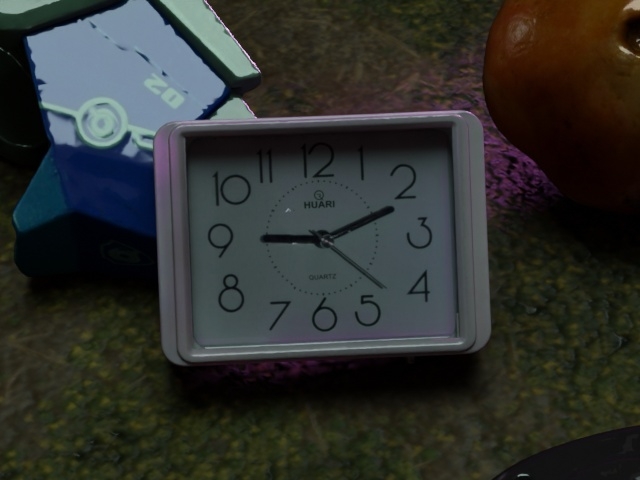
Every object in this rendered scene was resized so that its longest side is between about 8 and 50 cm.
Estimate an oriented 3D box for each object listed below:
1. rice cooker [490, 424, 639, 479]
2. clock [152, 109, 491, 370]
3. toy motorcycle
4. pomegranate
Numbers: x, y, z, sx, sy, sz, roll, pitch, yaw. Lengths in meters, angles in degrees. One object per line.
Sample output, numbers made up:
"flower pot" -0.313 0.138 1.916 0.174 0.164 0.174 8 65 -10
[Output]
"rice cooker" 0.161 0.168 1.008 0.203 0.118 0.142 -16 42 -10
"clock" 0.000 0.000 1.182 0.197 0.150 0.063 -2 0 -3
"toy motorcycle" -0.148 -0.086 1.287 0.200 0.191 0.326 -30 66 -18
"pomegranate" 0.208 -0.119 1.273 0.209 0.209 0.209 -1 41 1
